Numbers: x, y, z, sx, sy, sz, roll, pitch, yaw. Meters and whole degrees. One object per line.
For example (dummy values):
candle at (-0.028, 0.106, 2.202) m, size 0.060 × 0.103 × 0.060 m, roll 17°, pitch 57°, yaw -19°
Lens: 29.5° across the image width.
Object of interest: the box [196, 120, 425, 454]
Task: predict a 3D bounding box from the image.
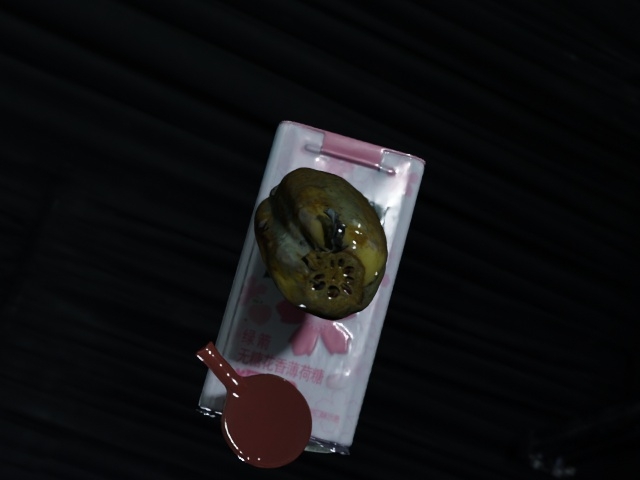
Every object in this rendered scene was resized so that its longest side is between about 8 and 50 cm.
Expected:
box at (-0.011, 0.060, 1.447) m, size 0.112 × 0.190 × 0.369 m, roll 115°, pitch -8°, yaw -82°

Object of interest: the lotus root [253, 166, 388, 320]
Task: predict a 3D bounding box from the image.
lotus root at (0.000, 0.000, 1.260) m, size 0.124 × 0.123 × 0.241 m, roll -43°, pitch -159°, yaw 9°

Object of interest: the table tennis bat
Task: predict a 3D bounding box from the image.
table tennis bat at (-0.074, 0.170, 1.285) m, size 0.098 × 0.154 × 0.019 m, roll -41°, pitch 179°, yaw -24°
